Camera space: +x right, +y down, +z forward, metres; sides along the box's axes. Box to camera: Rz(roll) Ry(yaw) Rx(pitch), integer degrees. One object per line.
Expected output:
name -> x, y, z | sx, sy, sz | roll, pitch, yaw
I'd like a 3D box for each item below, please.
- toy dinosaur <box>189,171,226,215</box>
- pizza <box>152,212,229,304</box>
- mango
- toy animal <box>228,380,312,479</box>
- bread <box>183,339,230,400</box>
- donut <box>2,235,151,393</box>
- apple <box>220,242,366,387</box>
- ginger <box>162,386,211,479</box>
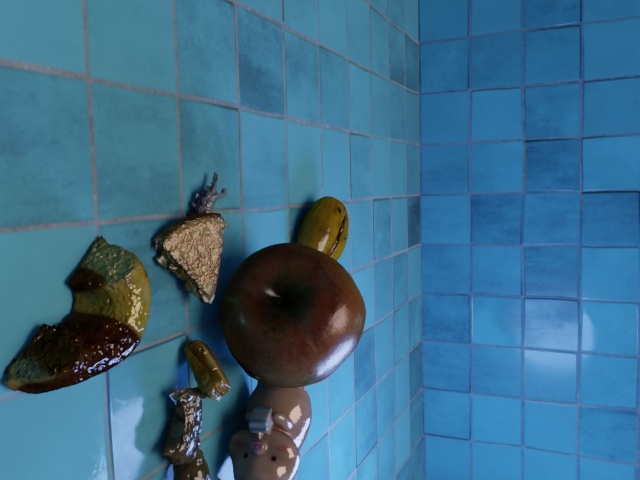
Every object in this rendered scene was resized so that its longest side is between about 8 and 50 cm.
toy dinosaur -> -0.252, -0.053, 1.347 | 0.082, 0.039, 0.209 | 34, 61, -63
pizza -> -0.259, 0.043, 1.290 | 0.185, 0.052, 0.195 | -24, 112, -41
mango -> 0.006, -0.001, 1.841 | 0.177, 0.120, 0.295 | 59, 39, -47
toy animal -> -0.116, 0.477, 1.475 | 0.256, 0.195, 0.213 | -60, 149, -53
bread -> -0.240, 0.271, 1.300 | 0.132, 0.053, 0.074 | 55, -4, 26
donut -> -0.361, 0.148, 1.016 | 0.151, 0.112, 0.295 | 65, 35, -40
apple -> -0.067, 0.182, 1.443 | 0.305, 0.338, 0.339 | 80, 21, -61
ginger -> -0.273, 0.444, 1.257 | 0.122, 0.084, 0.290 | 21, 72, -72
